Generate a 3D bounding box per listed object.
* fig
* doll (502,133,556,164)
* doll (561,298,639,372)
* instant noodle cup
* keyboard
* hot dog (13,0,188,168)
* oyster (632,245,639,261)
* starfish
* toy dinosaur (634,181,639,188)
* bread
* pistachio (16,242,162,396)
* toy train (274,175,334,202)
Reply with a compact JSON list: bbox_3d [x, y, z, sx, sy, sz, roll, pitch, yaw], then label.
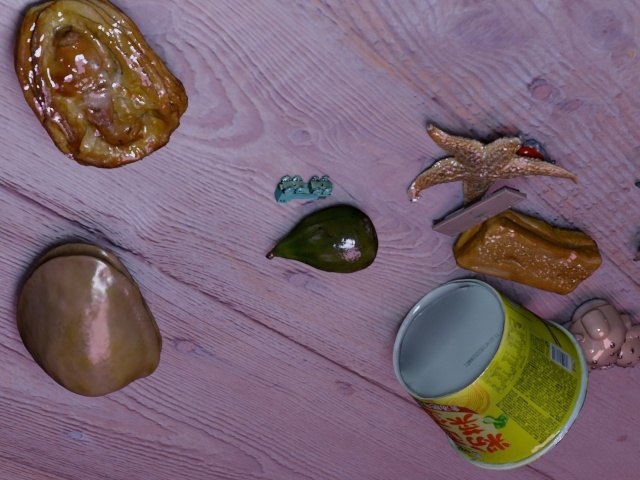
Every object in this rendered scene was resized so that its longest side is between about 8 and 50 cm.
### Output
[{"bbox_3d":[0.000,0.000,1.953,0.177,0.117,0.117,-1,143,9],"label":"fig"},{"bbox_3d":[0.322,-0.137,1.980,0.114,0.039,0.057,15,108,-28],"label":"doll"},{"bbox_3d":[0.554,0.198,2.441,0.154,0.119,0.278,-38,149,21],"label":"doll"},{"bbox_3d":[0.279,0.218,2.205,0.311,0.311,0.221,-36,130,18],"label":"instant noodle cup"},{"bbox_3d":[0.254,-0.047,2.021,0.055,0.017,0.166,18,148,-36],"label":"keyboard"},{"bbox_3d":[-0.273,-0.189,1.576,0.175,0.114,0.259,-28,142,7],"label":"hot dog"},{"bbox_3d":[0.688,0.099,2.314,0.133,0.198,0.337,-31,150,10],"label":"oyster"},{"bbox_3d":[0.255,-0.106,1.962,0.295,0.048,0.231,10,149,-27],"label":"starfish"},{"bbox_3d":[0.705,-0.154,2.106,0.331,0.129,0.383,-47,137,16],"label":"toy dinosaur"},{"bbox_3d":[0.351,0.022,2.151,0.271,0.077,0.139,13,134,-34],"label":"bread"},{"bbox_3d":[-0.354,0.113,1.870,0.212,0.163,0.260,-7,123,5],"label":"pistachio"},{"bbox_3d":[-0.024,-0.075,1.900,0.092,0.029,0.045,0,145,-27],"label":"toy train"}]
